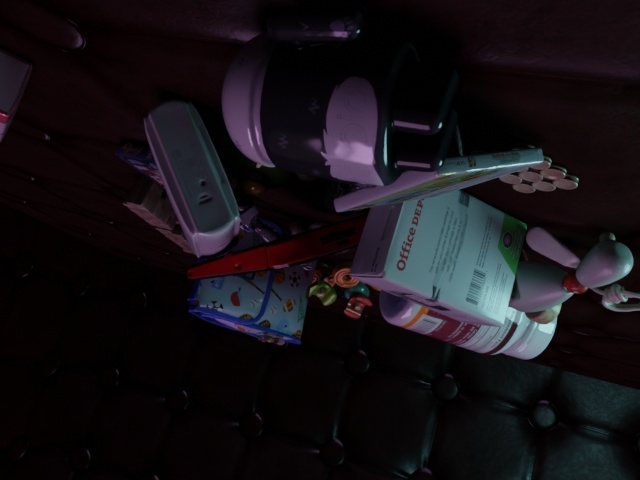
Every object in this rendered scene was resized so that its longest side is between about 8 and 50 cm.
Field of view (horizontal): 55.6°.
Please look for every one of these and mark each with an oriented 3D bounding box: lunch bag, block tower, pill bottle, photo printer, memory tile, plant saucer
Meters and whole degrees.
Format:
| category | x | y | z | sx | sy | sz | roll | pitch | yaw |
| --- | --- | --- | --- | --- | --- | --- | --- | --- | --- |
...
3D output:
| category | x | y | z | sx | sy | sz | roll | pitch | yaw |
| --- | --- | --- | --- | --- | --- | --- | --- | --- | --- |
| lunch bag | -0.203 | 0.113 | 1.824 | 0.239 | 0.327 | 0.386 | -3 | 157 | 41 |
| block tower | -0.442 | -0.068 | 1.807 | 0.091 | 0.097 | 0.335 | 13 | 159 | 29 |
| pill bottle | 0.367 | 0.152 | 1.505 | 0.392 | 0.223 | 0.224 | 19 | 167 | -16 |
| photo printer | -0.242 | -0.099 | 1.177 | 0.107 | 0.255 | 0.307 | -22 | 174 | -12 |
| memory tile | 0.311 | -0.109 | 0.929 | 0.148 | 0.012 | 0.113 | 25 | 165 | -32 |
| plant saucer | 0.000 | 0.000 | 1.750 | 0.199 | 0.036 | 0.198 | 15 | 167 | 3 |

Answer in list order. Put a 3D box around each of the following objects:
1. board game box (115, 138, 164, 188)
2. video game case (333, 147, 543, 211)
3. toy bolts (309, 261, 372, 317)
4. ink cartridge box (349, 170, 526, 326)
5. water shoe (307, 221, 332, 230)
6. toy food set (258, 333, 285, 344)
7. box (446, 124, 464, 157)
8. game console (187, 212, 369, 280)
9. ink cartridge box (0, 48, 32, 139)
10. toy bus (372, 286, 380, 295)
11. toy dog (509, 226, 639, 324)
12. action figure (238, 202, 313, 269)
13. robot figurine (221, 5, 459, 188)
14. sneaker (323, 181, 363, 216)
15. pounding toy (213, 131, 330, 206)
| category | x | y | z | sx | sy | sz | roll | pitch | yaw |
| --- | --- | --- | --- | --- | --- | --- | --- | --- | --- |
| board game box | -0.355 | -0.164 | 1.475 | 0.165 | 0.042 | 0.243 | 11 | 167 | 23 |
| video game case | 0.163 | -0.086 | 0.873 | 0.207 | 0.026 | 0.227 | -11 | 177 | -33 |
| toy bolts | 0.089 | 0.135 | 2.114 | 0.229 | 0.158 | 0.218 | 33 | 121 | -23 |
| ink cartridge box | 0.224 | 0.017 | 1.139 | 0.289 | 0.211 | 0.122 | 24 | 167 | -25 |
| water shoe | 0.053 | 0.004 | 1.591 | 0.203 | 0.080 | 0.073 | 8 | 165 | 35 |
| toy food set | -0.145 | 0.298 | 1.806 | 0.078 | 0.019 | 0.122 | 12 | 163 | -7 |
| box | 0.167 | -0.144 | 0.926 | 0.094 | 0.027 | 0.137 | 11 | 167 | 21 |
| game console | -0.037 | 0.012 | 1.274 | 0.387 | 0.060 | 0.342 | -16 | 180 | -44 |
| ink cartridge box | -0.683 | -0.296 | 1.153 | 0.207 | 0.117 | 0.283 | 23 | 166 | -28 |
| toy bus | 0.187 | 0.089 | 1.705 | 0.211 | 0.149 | 0.220 | 27 | 175 | 43 |
| toy dog | 0.470 | 0.052 | 1.212 | 0.220 | 0.160 | 0.334 | 29 | 148 | -34 |
| action figure | -0.131 | -0.006 | 1.623 | 0.285 | 0.099 | 0.185 | 37 | 178 | -13 |
| robot figurine | 0.019 | -0.161 | 0.728 | 0.278 | 0.209 | 0.174 | 11 | -164 | 20 |
| sneaker | 0.067 | -0.098 | 1.139 | 0.086 | 0.085 | 0.237 | 12 | 170 | -8 |
| pounding toy | -0.112 | -0.119 | 1.206 | 0.237 | 0.110 | 0.183 | 15 | 168 | 10 |
